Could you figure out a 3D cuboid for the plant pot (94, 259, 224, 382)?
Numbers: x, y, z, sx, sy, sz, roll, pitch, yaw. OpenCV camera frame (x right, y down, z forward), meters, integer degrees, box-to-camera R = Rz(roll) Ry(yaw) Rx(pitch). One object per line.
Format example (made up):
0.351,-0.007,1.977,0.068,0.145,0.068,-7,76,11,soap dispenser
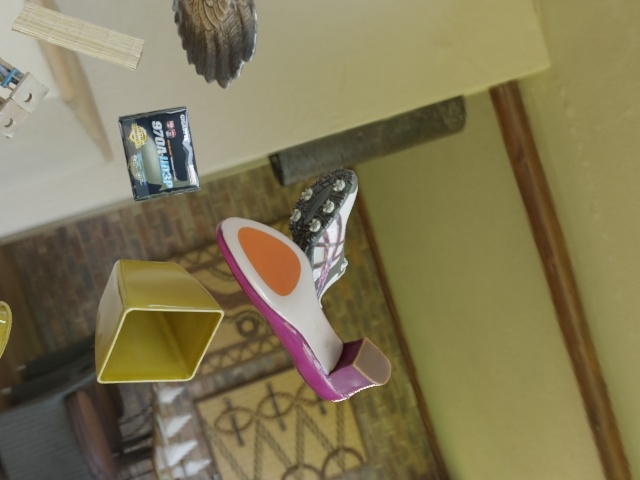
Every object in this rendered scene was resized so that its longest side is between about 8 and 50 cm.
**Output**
-0.357,0.156,1.740,0.212,0.212,0.187,-61,-140,30,plant pot

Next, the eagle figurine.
-0.075,-0.328,0.769,0.225,0.298,0.226,11,-24,42,eagle figurine

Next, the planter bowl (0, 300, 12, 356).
-0.636,0.180,1.424,0.090,0.217,0.217,41,11,-38,planter bowl

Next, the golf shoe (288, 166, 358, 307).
0.000,0.000,1.486,0.120,0.272,0.105,25,6,-40,golf shoe

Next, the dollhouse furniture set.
-0.654,-0.311,1.603,0.129,0.129,0.183,31,-8,26,dollhouse furniture set

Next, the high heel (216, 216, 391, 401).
-0.065,0.125,1.344,0.377,0.127,0.181,50,-41,-13,high heel

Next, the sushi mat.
-0.611,-0.525,2.129,0.151,0.317,0.019,-94,-155,-50,sushi mat

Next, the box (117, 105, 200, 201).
-0.411,-0.222,2.124,0.051,0.175,0.220,-137,-143,-66,box
